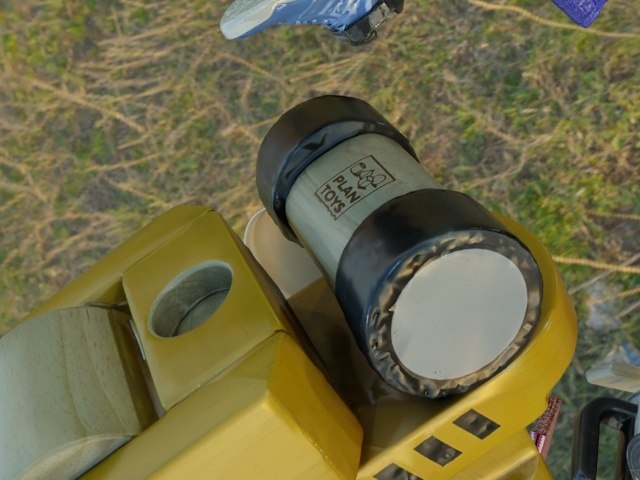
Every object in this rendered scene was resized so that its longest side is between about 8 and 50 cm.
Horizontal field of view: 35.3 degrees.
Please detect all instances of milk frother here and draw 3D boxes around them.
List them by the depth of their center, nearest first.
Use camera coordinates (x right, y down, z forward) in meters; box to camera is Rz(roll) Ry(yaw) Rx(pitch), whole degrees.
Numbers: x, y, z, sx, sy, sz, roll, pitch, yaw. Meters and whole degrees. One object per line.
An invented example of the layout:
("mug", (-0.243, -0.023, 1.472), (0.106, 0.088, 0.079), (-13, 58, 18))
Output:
("milk frother", (0.293, 0.176, 0.839), (0.129, 0.135, 0.143), (34, 135, -11))

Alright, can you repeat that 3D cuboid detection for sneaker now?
("sneaker", (0.000, -0.180, 0.802), (0.085, 0.152, 0.058), (60, 173, -30))

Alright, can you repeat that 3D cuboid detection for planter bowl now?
("planter bowl", (0.000, 0.000, 1.277), (0.162, 0.109, 0.162), (18, 129, 23))

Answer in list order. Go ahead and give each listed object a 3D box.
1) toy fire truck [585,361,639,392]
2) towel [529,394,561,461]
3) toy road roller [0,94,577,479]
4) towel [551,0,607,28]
("toy fire truck", (0.406, 0.093, 0.977), (0.158, 0.246, 0.217), (44, 149, 18))
("towel", (0.371, 0.388, 1.743), (0.031, 0.275, 0.199), (14, 99, 17))
("toy road roller", (-0.007, 0.099, 0.577), (0.241, 0.329, 0.202), (57, 178, -32))
("towel", (0.350, -0.503, 1.558), (0.308, 0.228, 0.076), (34, 152, -14))
